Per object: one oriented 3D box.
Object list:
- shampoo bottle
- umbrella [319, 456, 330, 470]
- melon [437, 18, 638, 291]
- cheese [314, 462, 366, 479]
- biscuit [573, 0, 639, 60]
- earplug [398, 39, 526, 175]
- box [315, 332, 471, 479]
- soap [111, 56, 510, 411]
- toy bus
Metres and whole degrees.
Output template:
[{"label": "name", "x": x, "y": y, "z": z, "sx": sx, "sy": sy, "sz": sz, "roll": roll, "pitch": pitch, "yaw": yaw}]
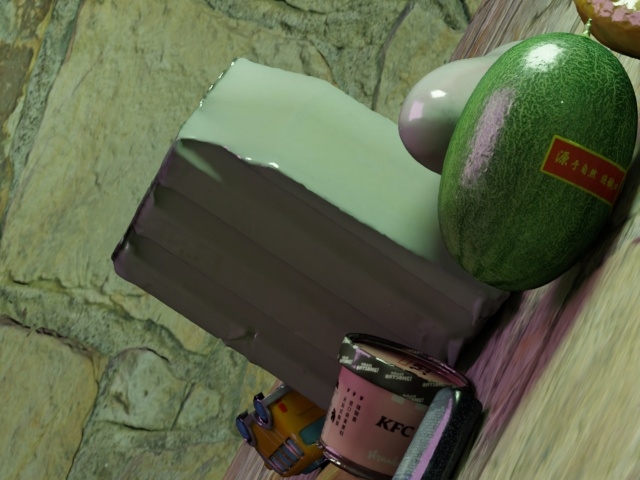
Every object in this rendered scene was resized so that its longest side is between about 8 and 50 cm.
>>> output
[{"label": "shampoo bottle", "x": 0.095, "y": 0.263, "z": 1.675, "sx": 0.233, "sy": 0.049, "sz": 0.087, "roll": -62, "pitch": 6, "yaw": -18}, {"label": "umbrella", "x": 0.063, "y": 0.240, "z": 2.130, "sx": 0.224, "sy": 0.080, "sz": 0.071, "roll": -61, "pitch": -32, "yaw": -56}, {"label": "melon", "x": 0.221, "y": -0.088, "z": 1.638, "sx": 0.182, "sy": 0.182, "sz": 0.287, "roll": -117, "pitch": 46, "yaw": -85}, {"label": "cheese", "x": 0.024, "y": 0.315, "z": 1.850, "sx": 0.123, "sy": 0.094, "sz": 0.167, "roll": -61, "pitch": 4, "yaw": 9}, {"label": "biscuit", "x": 0.357, "y": -0.300, "z": 1.677, "sx": 0.213, "sy": 0.091, "sz": 0.274, "roll": 1, "pitch": 57, "yaw": 35}, {"label": "earplug", "x": 0.180, "y": -0.135, "z": 1.821, "sx": 0.172, "sy": 0.172, "sz": 0.301, "roll": -58, "pitch": -19, "yaw": 22}, {"label": "box", "x": 0.073, "y": 0.191, "z": 1.810, "sx": 0.151, "sy": 0.151, "sz": 0.135, "roll": -92, "pitch": 25, "yaw": -82}, {"label": "soap", "x": 0.000, "y": 0.000, "z": 1.993, "sx": 0.213, "sy": 0.435, "sz": 0.350, "roll": -57, "pitch": -2, "yaw": -42}, {"label": "toy bus", "x": -0.032, "y": 0.276, "z": 2.432, "sx": 0.126, "sy": 0.136, "sz": 0.209, "roll": -30, "pitch": -9, "yaw": -25}]
